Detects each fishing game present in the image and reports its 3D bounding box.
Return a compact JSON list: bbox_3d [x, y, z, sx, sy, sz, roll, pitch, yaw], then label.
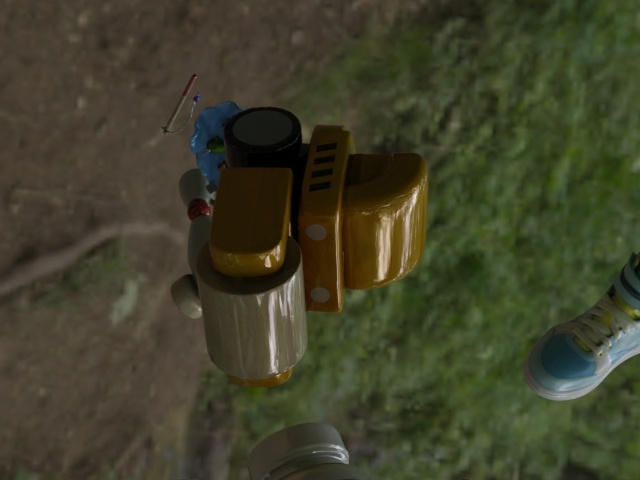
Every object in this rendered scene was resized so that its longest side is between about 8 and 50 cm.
[{"bbox_3d":[-0.126,-0.122,2.030,0.041,0.264,0.189,-48,176,-45],"label":"fishing game"}]

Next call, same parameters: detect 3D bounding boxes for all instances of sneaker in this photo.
[{"bbox_3d":[0.466,0.120,2.143,0.319,0.127,0.208,-29,152,-30],"label":"sneaker"}]

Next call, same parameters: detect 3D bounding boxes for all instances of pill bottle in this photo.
[{"bbox_3d":[0.011,0.378,1.614,0.169,0.169,0.302,86,-15,-53],"label":"pill bottle"}]

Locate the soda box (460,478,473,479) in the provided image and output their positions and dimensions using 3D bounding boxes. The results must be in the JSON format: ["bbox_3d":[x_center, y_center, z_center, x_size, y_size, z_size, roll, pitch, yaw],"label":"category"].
[{"bbox_3d":[0.309,0.372,1.653,0.091,0.286,0.098,40,61,-68],"label":"soda box"}]

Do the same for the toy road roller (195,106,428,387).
[{"bbox_3d":[0.000,0.000,1.533,0.330,0.240,0.203,-81,170,-49],"label":"toy road roller"}]

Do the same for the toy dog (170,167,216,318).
[{"bbox_3d":[-0.185,0.012,2.557,0.161,0.220,0.334,39,47,-40],"label":"toy dog"}]

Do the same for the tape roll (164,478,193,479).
[{"bbox_3d":[-0.245,0.538,2.370,0.286,0.286,0.100,-66,162,-69],"label":"tape roll"}]
